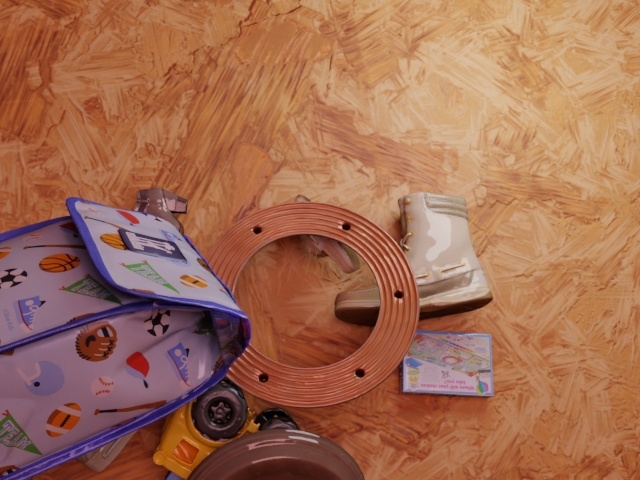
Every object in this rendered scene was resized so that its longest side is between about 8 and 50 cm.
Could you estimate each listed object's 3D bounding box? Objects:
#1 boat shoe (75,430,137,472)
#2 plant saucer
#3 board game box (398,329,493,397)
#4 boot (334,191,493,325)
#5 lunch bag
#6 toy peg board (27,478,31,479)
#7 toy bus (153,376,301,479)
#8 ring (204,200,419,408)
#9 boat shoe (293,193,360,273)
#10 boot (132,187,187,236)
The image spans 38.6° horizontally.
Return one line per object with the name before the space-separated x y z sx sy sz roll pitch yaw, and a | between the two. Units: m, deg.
boat shoe | -0.265 0.208 1.367 0.302 0.109 0.094 -46 111 -18
plant saucer | -0.064 0.392 1.284 0.278 0.041 0.278 -4 112 -10
board game box | 0.205 0.202 1.497 0.154 0.026 0.103 5 71 -11
boot | 0.137 0.027 1.505 0.262 0.095 0.203 -7 70 -8
lunch bag | -0.323 0.103 1.236 0.385 0.328 0.239 -18 122 -19
toy peg board | -0.474 0.290 1.257 0.161 0.079 0.161 30 39 -2
toy bus | -0.140 0.321 1.331 0.220 0.149 0.211 29 82 -5
ring | -0.020 0.092 1.371 0.336 0.032 0.336 1 62 -1
boat shoe | 0.000 0.000 1.488 0.059 0.063 0.170 -45 58 10
boot | -0.262 -0.027 1.467 0.087 0.042 0.118 6 70 -4
